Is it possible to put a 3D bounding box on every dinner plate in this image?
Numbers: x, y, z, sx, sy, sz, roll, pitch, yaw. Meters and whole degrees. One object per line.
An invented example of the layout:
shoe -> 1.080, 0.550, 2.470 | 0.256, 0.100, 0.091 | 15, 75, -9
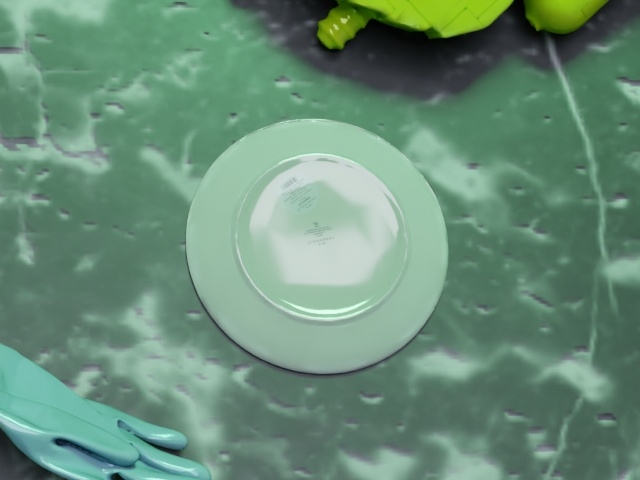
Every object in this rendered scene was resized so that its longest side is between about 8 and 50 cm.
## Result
dinner plate -> 0.000, 0.000, 1.003 | 0.141, 0.017, 0.141 | 3, 71, -9

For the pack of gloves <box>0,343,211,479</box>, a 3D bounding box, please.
pack of gloves -> -0.165, 0.102, 0.876 | 0.232, 0.195, 0.046 | 27, 107, 0

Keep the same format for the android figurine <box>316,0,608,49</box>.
android figurine -> 0.079, -0.222, 1.028 | 0.273, 0.056, 0.248 | -45, 100, 0
